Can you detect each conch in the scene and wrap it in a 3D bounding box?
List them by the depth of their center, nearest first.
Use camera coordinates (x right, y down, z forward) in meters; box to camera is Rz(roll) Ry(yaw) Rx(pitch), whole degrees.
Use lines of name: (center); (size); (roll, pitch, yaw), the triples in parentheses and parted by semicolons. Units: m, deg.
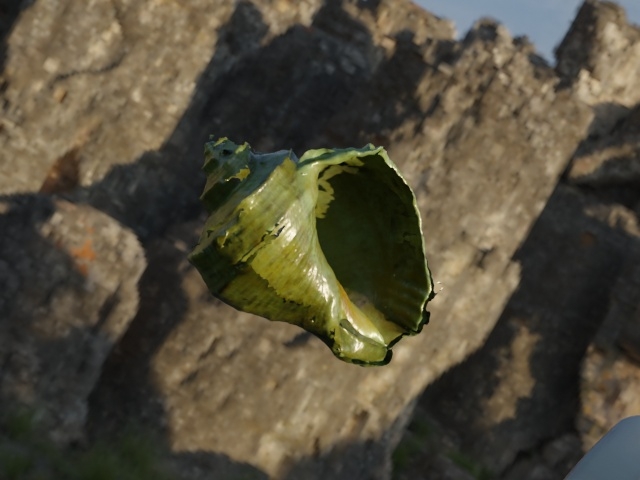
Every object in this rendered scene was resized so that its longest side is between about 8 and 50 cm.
conch: (0.000, 0.000, 0.464); (0.121, 0.089, 0.074); (45, 18, -17)

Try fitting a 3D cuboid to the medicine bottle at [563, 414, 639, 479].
medicine bottle: (0.247, 0.235, 0.569); (0.324, 0.179, 0.124); (30, -19, 35)
